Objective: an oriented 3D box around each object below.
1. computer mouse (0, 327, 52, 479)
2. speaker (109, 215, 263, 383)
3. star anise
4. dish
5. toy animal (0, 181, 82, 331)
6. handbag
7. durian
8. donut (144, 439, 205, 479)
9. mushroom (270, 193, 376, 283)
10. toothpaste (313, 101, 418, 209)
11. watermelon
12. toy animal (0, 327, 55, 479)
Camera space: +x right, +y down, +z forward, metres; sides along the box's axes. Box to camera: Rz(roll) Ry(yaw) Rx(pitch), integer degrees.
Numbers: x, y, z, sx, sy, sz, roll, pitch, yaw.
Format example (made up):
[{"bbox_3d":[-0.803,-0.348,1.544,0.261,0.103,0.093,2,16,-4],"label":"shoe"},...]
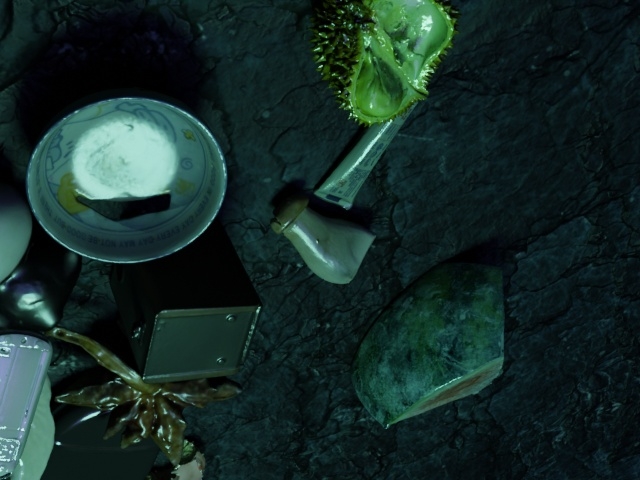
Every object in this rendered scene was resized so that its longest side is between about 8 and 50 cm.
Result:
[{"bbox_3d":[-0.486,0.246,1.487,0.125,0.056,0.245,13,98,-36],"label":"computer mouse"},{"bbox_3d":[-0.219,0.084,1.534,0.192,0.231,0.153,-2,129,-26],"label":"speaker"},{"bbox_3d":[-0.293,0.234,1.659,0.292,0.109,0.350,-36,115,-31],"label":"star anise"},{"bbox_3d":[-0.276,-0.112,1.396,0.273,0.134,0.273,-7,127,-9],"label":"dish"},{"bbox_3d":[-0.469,0.016,1.388,0.187,0.165,0.235,-41,133,9],"label":"toy animal"},{"bbox_3d":[-0.405,0.372,1.793,0.253,0.093,0.308,8,124,-32],"label":"handbag"},{"bbox_3d":[0.084,-0.295,1.397,0.200,0.176,0.237,-17,141,-28],"label":"durian"},{"bbox_3d":[-0.298,0.470,1.959,0.166,0.065,0.117,-28,135,-2],"label":"donut"},{"bbox_3d":[0.000,0.000,1.687,0.225,0.093,0.116,27,94,-32],"label":"mushroom"},{"bbox_3d":[0.087,-0.161,1.612,0.069,0.047,0.268,-3,135,-51],"label":"toothpaste"},{"bbox_3d":[0.252,0.215,1.940,0.387,0.228,0.258,-42,145,19],"label":"watermelon"},{"bbox_3d":[-0.563,0.240,1.572,0.307,0.188,0.266,30,90,-31],"label":"toy animal"}]
